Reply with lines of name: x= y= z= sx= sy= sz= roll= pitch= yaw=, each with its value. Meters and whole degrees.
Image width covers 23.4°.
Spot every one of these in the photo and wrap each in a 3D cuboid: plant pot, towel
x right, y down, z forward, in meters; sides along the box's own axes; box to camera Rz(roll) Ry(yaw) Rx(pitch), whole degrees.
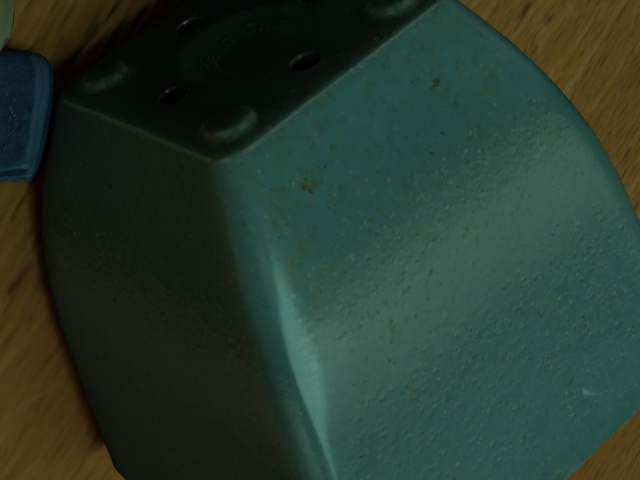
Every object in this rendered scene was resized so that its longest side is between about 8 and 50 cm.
plant pot: x=0.000 y=0.000 z=0.794 sx=0.247 sy=0.248 sz=0.252 roll=-40 pitch=128 yaw=-23
towel: x=-0.177 y=-0.056 z=0.716 sx=0.119 sy=0.029 sz=0.067 roll=-6 pitch=117 yaw=-46

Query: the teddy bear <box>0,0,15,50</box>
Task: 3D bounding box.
teddy bear: x=-0.183 y=-0.198 z=0.546 sx=0.338 sy=0.113 sz=0.245 roll=33 pitch=81 yaw=-54
